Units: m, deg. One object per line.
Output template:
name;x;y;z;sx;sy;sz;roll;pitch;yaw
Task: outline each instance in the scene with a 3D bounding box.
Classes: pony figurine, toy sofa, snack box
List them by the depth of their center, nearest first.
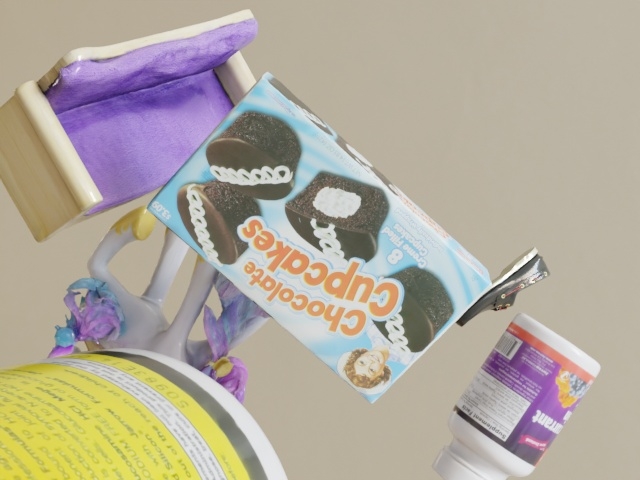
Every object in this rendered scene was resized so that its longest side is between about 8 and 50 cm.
snack box;0.000;0.000;1.307;0.322;0.060;0.187;41;-76;-8
toy sofa;-0.193;-0.140;1.434;0.177;0.362;0.150;-29;-91;37
pony figurine;-0.187;0.147;1.490;0.351;0.303;0.363;37;-85;28

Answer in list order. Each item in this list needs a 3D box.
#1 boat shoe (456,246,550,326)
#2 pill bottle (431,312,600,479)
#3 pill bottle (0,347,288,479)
boat shoe;0.209;0.061;1.431;0.042;0.133;0.049;56;-15;-2
pill bottle;0.204;0.185;1.331;0.108;0.108;0.193;34;-89;32
pill bottle;-0.158;0.151;0.482;0.188;0.334;0.188;1;-88;25
